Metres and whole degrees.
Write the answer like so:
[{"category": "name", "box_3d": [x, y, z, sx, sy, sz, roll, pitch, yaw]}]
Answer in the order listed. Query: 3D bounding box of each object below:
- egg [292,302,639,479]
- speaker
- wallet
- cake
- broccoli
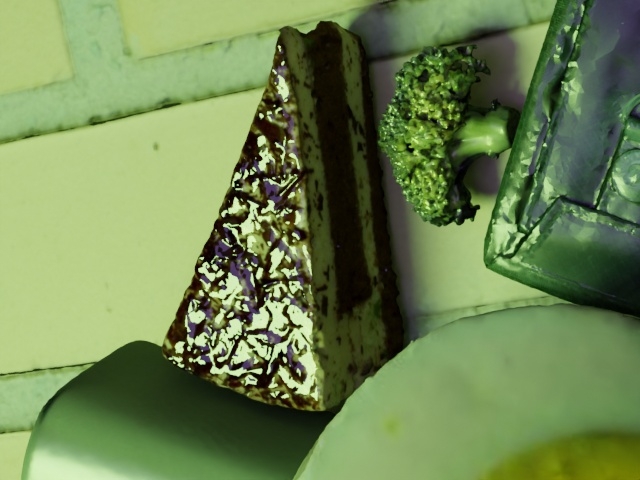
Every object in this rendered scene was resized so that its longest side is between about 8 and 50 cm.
[{"category": "egg", "box_3d": [0.112, 0.207, 1.167, 0.337, 0.201, 0.337, 1, 85, -8]}, {"category": "speaker", "box_3d": [-0.093, 0.289, 1.315, 0.184, 0.183, 0.406, 15, 112, 21]}, {"category": "wallet", "box_3d": [0.199, -0.069, 1.160, 0.160, 0.055, 0.236, 21, 109, 17]}, {"category": "cake", "box_3d": [0.008, -0.007, 1.248, 0.135, 0.112, 0.246, 28, 109, 19]}, {"category": "broccoli", "box_3d": [0.082, -0.065, 1.214, 0.092, 0.095, 0.097, 0, 64, 10]}]
